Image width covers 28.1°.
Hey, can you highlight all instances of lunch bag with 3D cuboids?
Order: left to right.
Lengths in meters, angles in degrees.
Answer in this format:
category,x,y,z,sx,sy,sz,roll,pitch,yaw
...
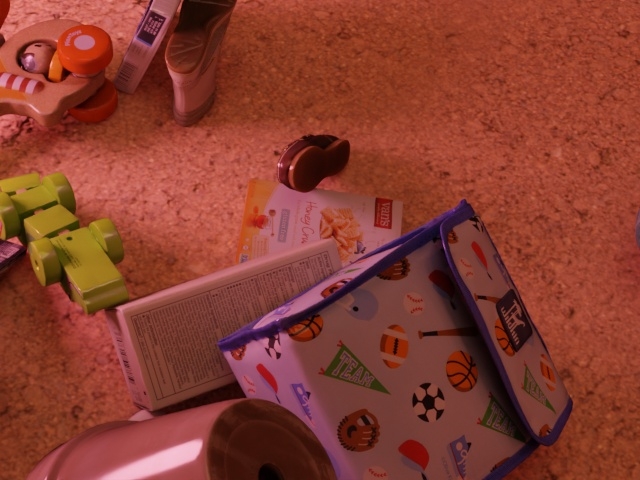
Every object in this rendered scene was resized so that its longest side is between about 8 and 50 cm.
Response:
category,x,y,z,sx,sy,sz,roll,pitch,yaw
lunch bag,0.127,0.163,1.632,0.385,0.239,0.328,-28,93,-31

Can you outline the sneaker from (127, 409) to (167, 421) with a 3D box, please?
category,x,y,z,sx,sy,sz,roll,pitch,yaw
sneaker,-0.259,0.314,1.591,0.106,0.123,0.290,22,52,11

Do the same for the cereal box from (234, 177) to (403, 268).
category,x,y,z,sx,sy,sz,roll,pitch,yaw
cereal box,0.000,0.000,1.904,0.240,0.047,0.173,7,52,-2

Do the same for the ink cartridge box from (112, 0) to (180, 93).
category,x,y,z,sx,sy,sz,roll,pitch,yaw
ink cartridge box,-0.255,-0.368,2.046,0.045,0.206,0.208,27,52,-11

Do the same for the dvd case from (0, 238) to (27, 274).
category,x,y,z,sx,sy,sz,roll,pitch,yaw
dvd case,-0.545,0.007,1.789,0.221,0.018,0.164,18,20,5

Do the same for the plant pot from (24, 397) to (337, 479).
category,x,y,z,sx,sy,sz,roll,pitch,yaw
plant pot,-0.138,0.314,1.428,0.323,0.280,0.323,28,42,-30

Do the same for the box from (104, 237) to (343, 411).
category,x,y,z,sx,sy,sz,roll,pitch,yaw
box,-0.117,0.110,1.728,0.311,0.121,0.148,-17,94,-21

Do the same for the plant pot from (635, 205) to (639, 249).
category,x,y,z,sx,sy,sz,roll,pitch,yaw
plant pot,0.610,-0.031,1.880,0.235,0.293,0.293,-40,67,-13

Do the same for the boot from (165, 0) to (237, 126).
category,x,y,z,sx,sy,sz,roll,pitch,yaw
boot,-0.186,-0.302,2.029,0.077,0.165,0.213,17,59,7

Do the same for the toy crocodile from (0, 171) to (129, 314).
category,x,y,z,sx,sy,sz,roll,pitch,yaw
toy crocodile,-0.365,0.000,1.768,0.115,0.105,0.340,-24,44,-27

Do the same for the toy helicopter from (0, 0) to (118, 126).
category,x,y,z,sx,sy,sz,roll,pitch,yaw
toy helicopter,-0.497,-0.239,1.961,0.355,0.140,0.235,-37,64,-27

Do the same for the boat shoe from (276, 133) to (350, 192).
category,x,y,z,sx,sy,sz,roll,pitch,yaw
boat shoe,-0.025,-0.120,1.940,0.073,0.073,0.207,16,16,19
